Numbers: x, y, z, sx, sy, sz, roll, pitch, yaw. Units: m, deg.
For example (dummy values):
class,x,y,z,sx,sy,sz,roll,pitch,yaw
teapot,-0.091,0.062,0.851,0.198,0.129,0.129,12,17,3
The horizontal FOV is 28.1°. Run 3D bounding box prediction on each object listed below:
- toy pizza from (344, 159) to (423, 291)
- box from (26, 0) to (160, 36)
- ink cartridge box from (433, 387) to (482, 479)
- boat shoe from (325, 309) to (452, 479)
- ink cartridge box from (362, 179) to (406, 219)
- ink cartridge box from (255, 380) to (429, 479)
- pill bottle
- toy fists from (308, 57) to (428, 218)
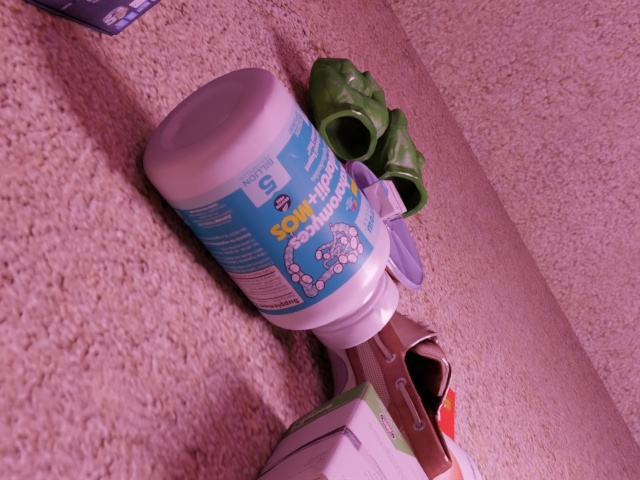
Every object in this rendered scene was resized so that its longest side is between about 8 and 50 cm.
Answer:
class,x,y,z,sx,sy,sz,roll,pitch,yaw
toy pizza,0.079,-0.017,1.743,0.201,0.032,0.201,54,18,-26
box,-0.149,-0.281,1.105,0.059,0.232,0.183,59,14,15
ink cartridge box,0.135,0.221,1.389,0.145,0.045,0.179,44,43,-48
boat shoe,0.076,0.135,1.275,0.123,0.116,0.324,56,18,-35
ink cartridge box,0.089,-0.054,1.717,0.048,0.028,0.083,64,16,6
ink cartridge box,0.026,0.230,1.023,0.160,0.092,0.219,59,16,-4
pill bottle,-0.033,-0.019,1.176,0.264,0.146,0.146,52,18,-29
toy fists,0.072,-0.158,1.849,0.279,0.096,0.142,43,22,-44
